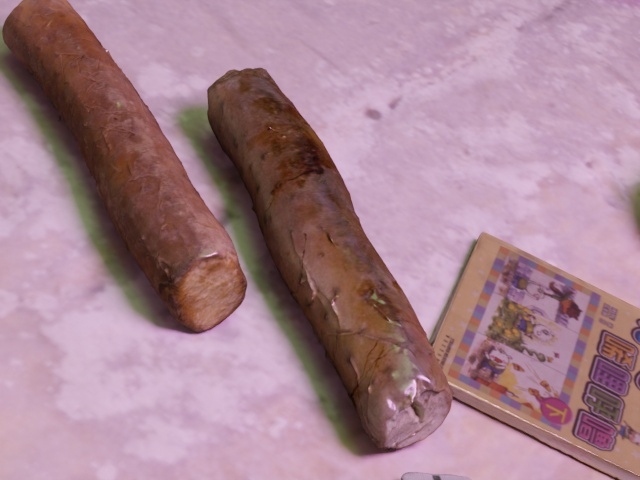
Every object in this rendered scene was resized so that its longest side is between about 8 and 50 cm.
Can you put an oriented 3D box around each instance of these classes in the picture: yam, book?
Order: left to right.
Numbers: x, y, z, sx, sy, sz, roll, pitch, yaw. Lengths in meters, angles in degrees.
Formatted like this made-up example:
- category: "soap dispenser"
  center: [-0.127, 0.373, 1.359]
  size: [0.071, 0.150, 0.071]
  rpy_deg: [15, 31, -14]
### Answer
- category: "yam"
  center: [-0.135, -0.065, 0.976]
  size: [0.066, 0.066, 0.299]
  rpy_deg: [-9, 47, -33]
- category: "yam"
  center: [0.000, 0.000, 0.960]
  size: [0.067, 0.071, 0.317]
  rpy_deg: [-28, 53, 0]
- category: "book"
  center: [0.173, 0.082, 0.990]
  size: [0.192, 0.013, 0.168]
  rpy_deg: [26, 39, 4]

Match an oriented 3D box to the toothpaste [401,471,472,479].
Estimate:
- category: "toothpaste"
  center: [0.084, 0.202, 0.800]
  size: [0.048, 0.029, 0.197]
  rpy_deg: [7, 38, -18]
